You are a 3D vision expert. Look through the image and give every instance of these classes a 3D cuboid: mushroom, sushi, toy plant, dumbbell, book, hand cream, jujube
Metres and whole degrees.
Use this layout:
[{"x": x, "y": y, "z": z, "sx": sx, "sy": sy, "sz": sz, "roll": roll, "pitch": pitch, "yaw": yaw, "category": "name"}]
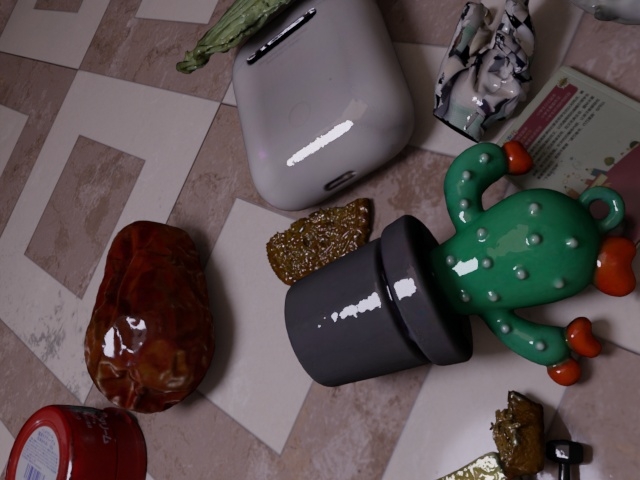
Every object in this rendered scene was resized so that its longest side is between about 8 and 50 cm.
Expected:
[{"x": 0.228, "y": -0.294, "z": 0.919, "sx": 0.049, "sy": 0.019, "sz": 0.101, "roll": 15, "pitch": 85, "yaw": 42, "category": "mushroom"}, {"x": 0.216, "y": 0.214, "z": 0.685, "sx": 0.060, "sy": 0.118, "sz": 0.062, "roll": 4, "pitch": 111, "yaw": 15, "category": "sushi"}, {"x": 0.157, "y": 0.037, "z": 0.739, "sx": 0.400, "sy": 0.185, "sz": 0.280, "roll": -24, "pitch": 50, "yaw": 23, "category": "toy plant"}, {"x": 0.260, "y": 0.256, "z": 0.664, "sx": 0.040, "sy": 0.036, "sz": 0.084, "roll": -6, "pitch": 69, "yaw": 37, "category": "dumbbell"}, {"x": 0.330, "y": -0.101, "z": 0.759, "sx": 0.162, "sy": 0.022, "sz": 0.232, "roll": -51, "pitch": 50, "yaw": 9, "category": "book"}, {"x": -0.429, "y": 0.401, "z": 1.083, "sx": 0.230, "sy": 0.149, "sz": 0.231, "roll": -14, "pitch": 66, "yaw": 36, "category": "hand cream"}, {"x": -0.286, "y": 0.111, "z": 1.065, "sx": 0.216, "sy": 0.216, "sz": 0.342, "roll": -34, "pitch": 43, "yaw": 23, "category": "jujube"}]

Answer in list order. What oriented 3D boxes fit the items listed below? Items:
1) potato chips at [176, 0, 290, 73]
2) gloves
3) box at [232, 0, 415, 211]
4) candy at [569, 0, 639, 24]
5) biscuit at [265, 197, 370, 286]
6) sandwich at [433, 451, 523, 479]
[{"x": -0.078, "y": -0.434, "z": 1.085, "sx": 0.429, "sy": 0.070, "sz": 0.359, "roll": -37, "pitch": 23, "yaw": 16, "category": "potato chips"}, {"x": 0.235, "y": -0.247, "z": 0.840, "sx": 0.212, "sy": 0.111, "sz": 0.127, "roll": -57, "pitch": 24, "yaw": 10, "category": "gloves"}, {"x": -0.007, "y": -0.235, "z": 1.001, "sx": 0.288, "sy": 0.141, "sz": 0.349, "roll": -30, "pitch": 56, "yaw": 27, "category": "box"}, {"x": 0.417, "y": -0.459, "z": 0.646, "sx": 0.426, "sy": 0.386, "sz": 0.186, "roll": -16, "pitch": 24, "yaw": 34, "category": "candy"}, {"x": -0.004, "y": 0.013, "z": 0.977, "sx": 0.206, "sy": 0.025, "sz": 0.126, "roll": -25, "pitch": 59, "yaw": 30, "category": "biscuit"}, {"x": 0.174, "y": 0.353, "z": 0.683, "sx": 0.162, "sy": 0.058, "sz": 0.193, "roll": -37, "pitch": 55, "yaw": 24, "category": "sandwich"}]
